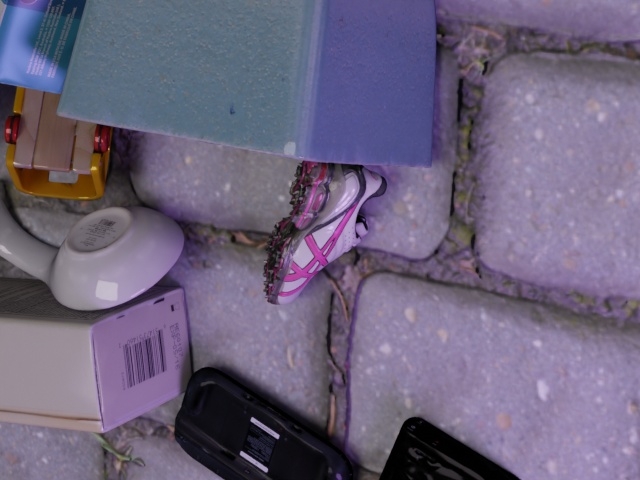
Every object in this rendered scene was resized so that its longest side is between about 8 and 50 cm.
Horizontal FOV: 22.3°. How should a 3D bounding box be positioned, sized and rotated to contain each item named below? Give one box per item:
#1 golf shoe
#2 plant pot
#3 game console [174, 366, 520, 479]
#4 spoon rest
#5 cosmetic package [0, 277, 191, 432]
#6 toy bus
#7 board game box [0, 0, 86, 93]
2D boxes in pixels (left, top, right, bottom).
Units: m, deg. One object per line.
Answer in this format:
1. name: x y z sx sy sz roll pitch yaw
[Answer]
1. golf shoe: 0.000 0.000 1.504 0.086 0.067 0.186 11 137 -15
2. plant pot: -0.041 -0.206 1.391 0.248 0.247 0.252 12 96 28
3. game console: 0.011 0.234 1.571 0.361 0.044 0.213 31 114 21
4. spoon rest: -0.249 0.006 1.638 0.276 0.137 0.084 16 141 39
5. cosmetic package: -0.302 0.110 1.659 0.309 0.160 0.113 1 103 32
6. toy bus: -0.248 -0.138 1.597 0.191 0.202 0.104 49 165 14
7. board game box: -0.275 -0.326 1.483 0.336 0.079 0.254 55 129 50
